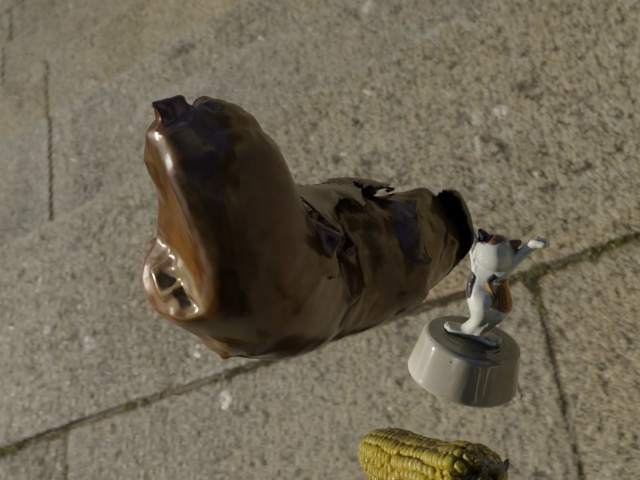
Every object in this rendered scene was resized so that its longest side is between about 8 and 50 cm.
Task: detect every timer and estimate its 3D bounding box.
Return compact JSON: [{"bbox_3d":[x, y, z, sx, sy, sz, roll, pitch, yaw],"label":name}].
[{"bbox_3d":[0.248,0.100,1.389,0.175,0.175,0.265,29,117,38],"label":"timer"}]

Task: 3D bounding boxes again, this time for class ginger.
[{"bbox_3d":[-0.008,0.008,0.527,0.133,0.309,0.107,-39,73,22],"label":"ginger"}]

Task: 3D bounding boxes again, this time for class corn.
[{"bbox_3d":[0.126,0.284,1.125,0.292,0.101,0.101,-6,70,66],"label":"corn"}]
